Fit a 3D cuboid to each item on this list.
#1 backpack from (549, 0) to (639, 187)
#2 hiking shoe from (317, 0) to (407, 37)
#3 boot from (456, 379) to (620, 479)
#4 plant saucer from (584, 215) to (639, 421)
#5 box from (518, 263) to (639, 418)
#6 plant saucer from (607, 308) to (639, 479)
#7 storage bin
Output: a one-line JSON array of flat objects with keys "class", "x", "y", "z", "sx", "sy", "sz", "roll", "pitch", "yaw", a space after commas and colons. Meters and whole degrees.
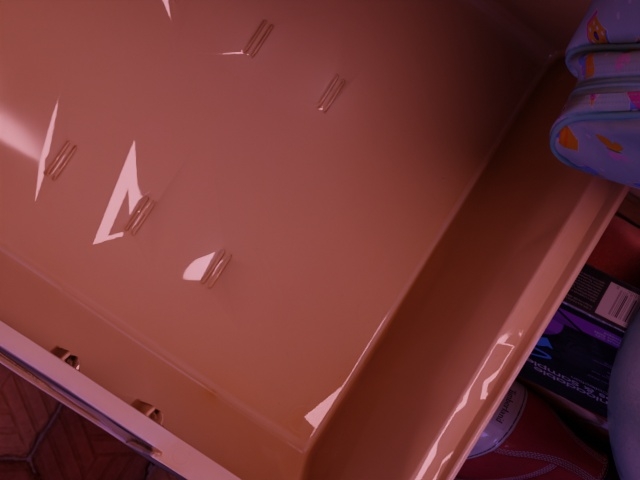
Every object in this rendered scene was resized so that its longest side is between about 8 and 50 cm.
[{"class": "backpack", "x": 0.147, "y": -0.063, "z": 0.493, "sx": 0.152, "sy": 0.115, "sz": 0.182, "roll": 27, "pitch": 174, "yaw": -19}, {"class": "hiking shoe", "x": -0.036, "y": -0.114, "z": 0.772, "sx": 0.304, "sy": 0.113, "sz": 0.132, "roll": 25, "pitch": -150, "yaw": -26}, {"class": "boot", "x": 0.162, "y": 0.192, "z": 1.358, "sx": 0.176, "sy": 0.088, "sz": 0.244, "roll": 33, "pitch": 162, "yaw": -12}, {"class": "plant saucer", "x": 0.204, "y": 0.074, "z": 0.969, "sx": 0.258, "sy": 0.048, "sz": 0.259, "roll": 29, "pitch": 166, "yaw": 8}, {"class": "box", "x": 0.136, "y": 0.051, "z": 0.877, "sx": 0.116, "sy": 0.029, "sz": 0.162, "roll": 26, "pitch": 165, "yaw": 17}, {"class": "plant saucer", "x": 0.222, "y": 0.093, "z": 0.743, "sx": 0.195, "sy": 0.195, "sz": 0.037, "roll": 26, "pitch": -159, "yaw": 19}, {"class": "storage bin", "x": -0.031, "y": -0.050, "z": 0.623, "sx": 0.262, "sy": 0.260, "sz": 0.123, "roll": 36, "pitch": 168, "yaw": -17}]
